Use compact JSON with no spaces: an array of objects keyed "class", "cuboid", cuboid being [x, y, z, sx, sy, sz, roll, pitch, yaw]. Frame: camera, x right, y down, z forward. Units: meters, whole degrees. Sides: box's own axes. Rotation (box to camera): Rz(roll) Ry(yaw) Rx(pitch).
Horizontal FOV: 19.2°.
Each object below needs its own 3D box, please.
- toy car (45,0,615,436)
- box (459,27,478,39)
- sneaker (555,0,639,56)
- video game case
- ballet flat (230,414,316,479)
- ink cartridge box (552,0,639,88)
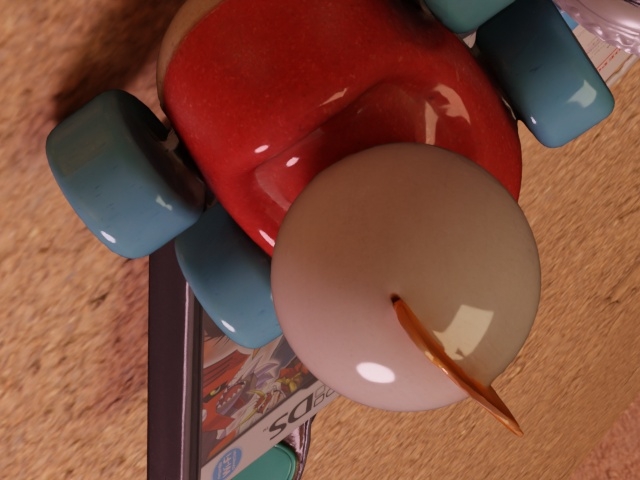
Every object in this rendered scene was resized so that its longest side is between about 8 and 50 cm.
[{"class":"toy car","cuboid":[0.036,0.004,0.826,0.219,0.238,0.210,-33,142,11]},{"class":"box","cuboid":[0.073,-0.189,0.922,0.183,0.059,0.232,-31,154,-39]},{"class":"sneaker","cuboid":[0.240,-0.252,0.873,0.366,0.137,0.210,-49,169,-35]},{"class":"video game case","cuboid":[0.000,0.000,1.095,0.248,0.035,0.274,-34,146,-35]},{"class":"ballet flat","cuboid":[-0.030,0.118,1.285,0.074,0.074,0.203,-21,141,-53]},{"class":"ink cartridge box","cuboid":[0.168,-0.157,1.189,0.104,0.061,0.181,-45,160,-8]}]
